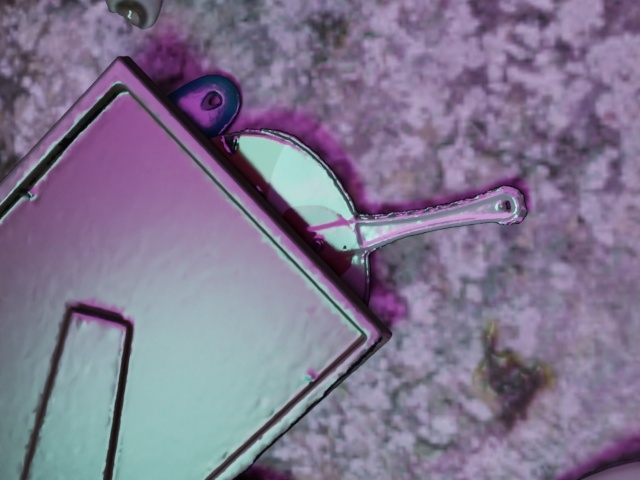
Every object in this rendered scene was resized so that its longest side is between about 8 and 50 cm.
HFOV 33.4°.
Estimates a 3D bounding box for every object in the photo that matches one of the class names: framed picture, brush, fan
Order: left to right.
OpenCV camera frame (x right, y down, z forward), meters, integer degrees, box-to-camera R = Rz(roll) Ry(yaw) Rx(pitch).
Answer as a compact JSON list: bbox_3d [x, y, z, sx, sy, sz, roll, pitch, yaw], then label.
[{"bbox_3d":[-0.136,0.073,0.602,0.289,0.020,0.211,-44,89,11],"label":"framed picture"},{"bbox_3d":[-0.125,-0.031,0.622,0.193,0.032,0.043,-38,95,4],"label":"brush"},{"bbox_3d":[0.000,0.000,0.590,0.227,0.008,0.152,-13,102,12],"label":"fan"}]

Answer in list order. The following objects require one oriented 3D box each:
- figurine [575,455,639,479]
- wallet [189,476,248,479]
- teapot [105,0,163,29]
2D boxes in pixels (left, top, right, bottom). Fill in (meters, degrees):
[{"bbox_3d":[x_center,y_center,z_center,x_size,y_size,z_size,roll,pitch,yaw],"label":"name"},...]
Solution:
[{"bbox_3d":[0.169,0.201,0.492,0.250,0.141,0.166,-19,96,25],"label":"figurine"},{"bbox_3d":[-0.115,0.159,0.640,0.176,0.026,0.095,19,98,14],"label":"wallet"},{"bbox_3d":[-0.022,-0.264,0.501,0.318,0.149,0.220,-32,89,17],"label":"teapot"}]
